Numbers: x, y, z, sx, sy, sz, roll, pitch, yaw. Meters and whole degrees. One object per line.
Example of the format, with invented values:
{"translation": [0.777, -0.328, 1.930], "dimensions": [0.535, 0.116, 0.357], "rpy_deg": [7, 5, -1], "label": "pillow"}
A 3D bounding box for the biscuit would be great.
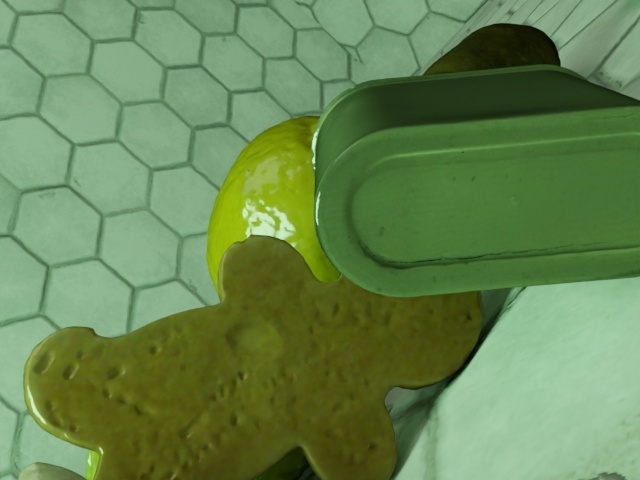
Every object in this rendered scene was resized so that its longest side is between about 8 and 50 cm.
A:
{"translation": [-0.030, 0.102, 0.616], "dimensions": [0.339, 0.216, 0.047], "rpy_deg": [-27, -19, -17], "label": "biscuit"}

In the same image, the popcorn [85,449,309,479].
{"translation": [-0.103, 0.178, 0.718], "dimensions": [0.221, 0.183, 0.204], "rpy_deg": [-48, -35, -52], "label": "popcorn"}

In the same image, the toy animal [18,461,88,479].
{"translation": [-0.151, 0.263, 0.408], "dimensions": [0.195, 0.213, 0.256], "rpy_deg": [-36, 6, 15], "label": "toy animal"}

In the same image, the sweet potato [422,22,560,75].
{"translation": [0.192, -0.163, 0.935], "dimensions": [0.370, 0.158, 0.158], "rpy_deg": [-47, 4, -36], "label": "sweet potato"}

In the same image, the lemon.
{"translation": [0.000, 0.000, 0.827], "dimensions": [0.233, 0.233, 0.288], "rpy_deg": [-56, -15, -51], "label": "lemon"}

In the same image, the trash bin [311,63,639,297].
{"translation": [0.110, -0.051, 0.573], "dimensions": [0.243, 0.121, 0.247], "rpy_deg": [-5, 14, 4], "label": "trash bin"}
